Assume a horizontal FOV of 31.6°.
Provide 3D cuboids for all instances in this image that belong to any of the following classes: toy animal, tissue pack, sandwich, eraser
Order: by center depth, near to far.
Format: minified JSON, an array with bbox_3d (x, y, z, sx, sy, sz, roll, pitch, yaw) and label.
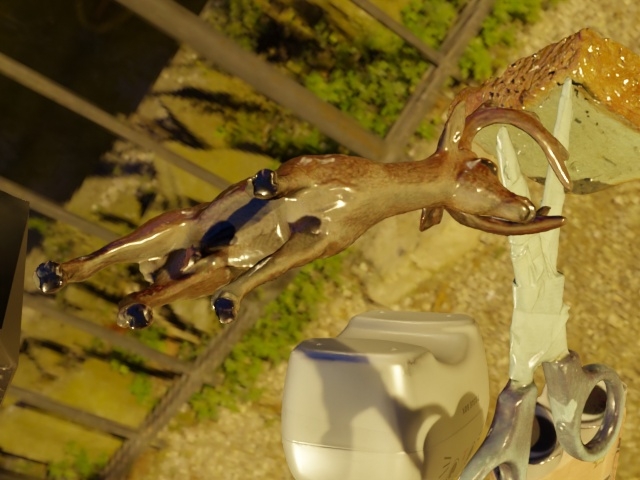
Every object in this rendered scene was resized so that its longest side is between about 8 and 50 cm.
[{"bbox_3d":[-0.003,-0.019,0.622,0.244,0.260,0.087,-6,99,26],"label":"toy animal"},{"bbox_3d":[0.263,0.275,1.300,0.171,0.290,0.087,-31,52,-18],"label":"eraser"},{"bbox_3d":[0.302,-0.135,1.315,0.251,0.226,0.087,-15,55,63],"label":"sandwich"},{"bbox_3d":[0.094,0.233,1.533,0.230,0.333,0.235,2,98,25],"label":"tissue pack"}]

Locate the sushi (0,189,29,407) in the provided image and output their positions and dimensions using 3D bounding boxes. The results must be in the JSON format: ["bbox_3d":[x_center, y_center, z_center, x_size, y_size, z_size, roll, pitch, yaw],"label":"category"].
[{"bbox_3d":[-0.359,0.042,0.864,0.212,0.227,0.215,124,149,-42],"label":"sushi"}]

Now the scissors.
[{"bbox_3d":[0.179,0.062,0.919,0.029,0.256,0.383,18,123,42],"label":"scissors"}]
